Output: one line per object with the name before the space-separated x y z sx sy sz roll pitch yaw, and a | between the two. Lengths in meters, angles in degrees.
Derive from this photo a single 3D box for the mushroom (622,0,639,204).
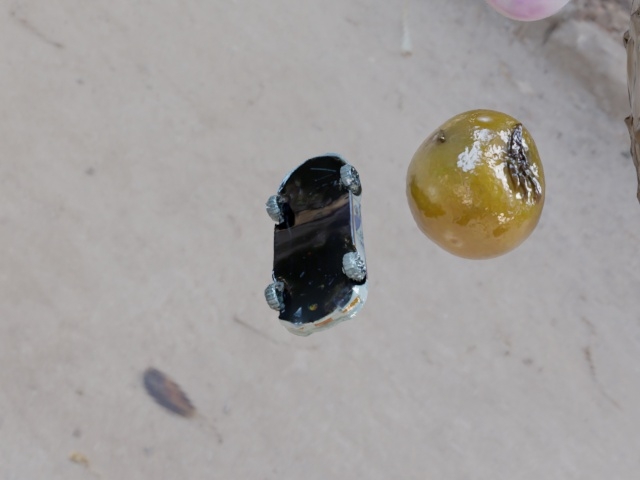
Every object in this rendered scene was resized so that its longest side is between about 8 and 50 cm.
mushroom | 0.195 0.008 0.361 0.278 0.163 0.297 -21 87 -48

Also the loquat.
loquat | 0.146 -0.053 1.178 0.141 0.141 0.141 16 43 -16

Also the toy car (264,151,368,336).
toy car | 0.000 0.000 1.172 0.056 0.095 0.205 50 27 -38

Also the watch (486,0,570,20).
watch | 0.213 -0.329 1.200 0.217 0.248 0.211 -82 147 -83
